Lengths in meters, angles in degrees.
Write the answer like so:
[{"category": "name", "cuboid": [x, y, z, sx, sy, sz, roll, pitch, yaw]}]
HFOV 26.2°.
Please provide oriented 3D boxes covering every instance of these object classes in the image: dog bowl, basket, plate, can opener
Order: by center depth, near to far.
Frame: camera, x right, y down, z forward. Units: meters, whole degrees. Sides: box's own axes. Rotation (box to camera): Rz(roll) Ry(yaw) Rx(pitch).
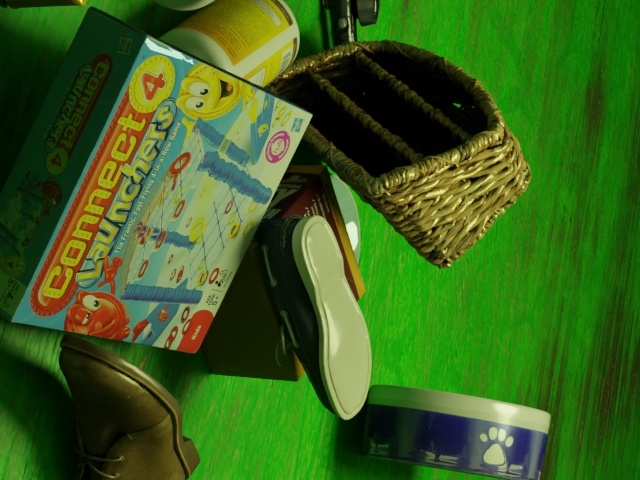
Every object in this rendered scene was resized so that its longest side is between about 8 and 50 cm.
[{"category": "basket", "cuboid": [0.102, -0.151, 1.744, 0.213, 0.299, 0.223, -45, 136, 1]}, {"category": "plate", "cuboid": [0.000, 0.000, 1.894, 0.188, 0.024, 0.188, 0, 90, -58]}, {"category": "can opener", "cuboid": [0.039, -0.280, 1.920, 0.059, 0.073, 0.186, -27, 123, -64]}, {"category": "dog bowl", "cuboid": [0.194, 0.281, 1.989, 0.265, 0.265, 0.104, 24, 73, -56]}]

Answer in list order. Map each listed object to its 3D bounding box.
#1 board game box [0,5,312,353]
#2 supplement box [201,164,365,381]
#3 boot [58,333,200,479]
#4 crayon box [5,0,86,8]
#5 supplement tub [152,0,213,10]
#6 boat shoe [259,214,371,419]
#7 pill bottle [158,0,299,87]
[{"category": "board game box", "cuboid": [-0.181, -0.048, 1.430, 0.302, 0.086, 0.308, 17, 100, -57]}, {"category": "supplement box", "cuboid": [-0.063, 0.036, 1.691, 0.194, 0.129, 0.191, -50, 132, -45]}, {"category": "boot", "cuboid": [-0.214, 0.210, 1.449, 0.115, 0.112, 0.305, -56, 150, -25]}, {"category": "crayon box", "cuboid": [-0.277, -0.465, 1.349, 0.313, 0.106, 0.363, 54, 47, -44]}, {"category": "supplement tub", "cuboid": [-0.128, -0.366, 1.559, 0.199, 0.144, 0.144, -54, 134, -43]}, {"category": "boat shoe", "cuboid": [-0.010, 0.090, 1.581, 0.095, 0.079, 0.254, -45, 126, -44]}, {"category": "pill bottle", "cuboid": [-0.121, -0.210, 1.601, 0.215, 0.117, 0.117, -45, 128, -49]}]
